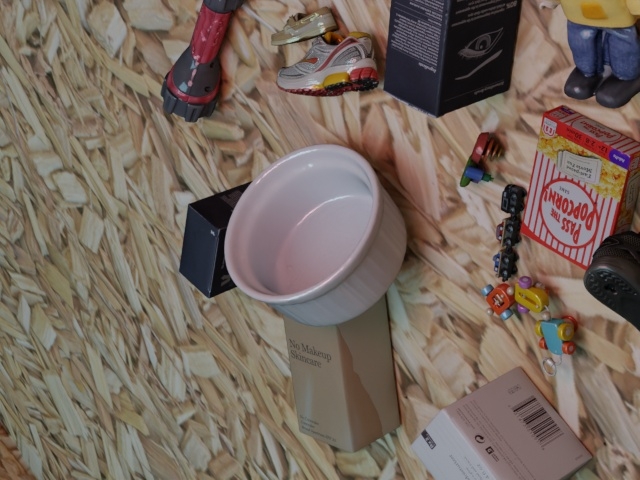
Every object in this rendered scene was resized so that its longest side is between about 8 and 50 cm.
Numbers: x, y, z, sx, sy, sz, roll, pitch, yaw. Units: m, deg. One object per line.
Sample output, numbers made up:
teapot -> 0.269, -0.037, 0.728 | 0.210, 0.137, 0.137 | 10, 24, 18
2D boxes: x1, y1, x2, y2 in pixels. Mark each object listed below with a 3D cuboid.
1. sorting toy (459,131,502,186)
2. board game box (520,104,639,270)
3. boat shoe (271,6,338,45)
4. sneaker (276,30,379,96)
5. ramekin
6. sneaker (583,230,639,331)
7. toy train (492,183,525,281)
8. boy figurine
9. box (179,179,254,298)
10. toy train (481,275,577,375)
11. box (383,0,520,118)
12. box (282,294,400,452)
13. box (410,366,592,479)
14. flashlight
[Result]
sorting toy -> 0.234, -0.109, 1.931 | 0.042, 0.061, 0.102 | 20, 140, 2
board game box -> 0.353, -0.065, 1.806 | 0.147, 0.045, 0.193 | 33, 131, 36
boat shoe -> -0.029, -0.340, 2.126 | 0.135, 0.050, 0.045 | -9, 98, 42
sneaker -> 0.014, -0.275, 2.093 | 0.225, 0.088, 0.092 | -3, 86, 51
ramekin -> 0.000, 0.000, 2.087 | 0.277, 0.277, 0.135 | 22, 165, 43
sneaker -> 0.447, 0.070, 1.744 | 0.227, 0.130, 0.087 | 40, 138, -10
toy train -> 0.272, -0.011, 1.948 | 0.036, 0.027, 0.158 | 32, 130, 42
boy figurine -> 0.335, -0.293, 1.600 | 0.177, 0.092, 0.285 | 24, 150, 35
box -> -0.155, -0.004, 2.358 | 0.093, 0.158, 0.156 | 39, 134, 31
toy train -> 0.313, 0.110, 1.951 | 0.166, 0.046, 0.125 | 51, 150, 17
box -> 0.180, -0.291, 1.810 | 0.108, 0.153, 0.207 | 32, 130, 37
box -> 0.032, 0.182, 2.259 | 0.148, 0.121, 0.311 | 12, 118, 47
box -> 0.268, 0.314, 1.992 | 0.181, 0.182, 0.119 | 52, 140, 18
flashlight -> -0.194, -0.340, 2.277 | 0.103, 0.103, 0.304 | 50, 140, 22
